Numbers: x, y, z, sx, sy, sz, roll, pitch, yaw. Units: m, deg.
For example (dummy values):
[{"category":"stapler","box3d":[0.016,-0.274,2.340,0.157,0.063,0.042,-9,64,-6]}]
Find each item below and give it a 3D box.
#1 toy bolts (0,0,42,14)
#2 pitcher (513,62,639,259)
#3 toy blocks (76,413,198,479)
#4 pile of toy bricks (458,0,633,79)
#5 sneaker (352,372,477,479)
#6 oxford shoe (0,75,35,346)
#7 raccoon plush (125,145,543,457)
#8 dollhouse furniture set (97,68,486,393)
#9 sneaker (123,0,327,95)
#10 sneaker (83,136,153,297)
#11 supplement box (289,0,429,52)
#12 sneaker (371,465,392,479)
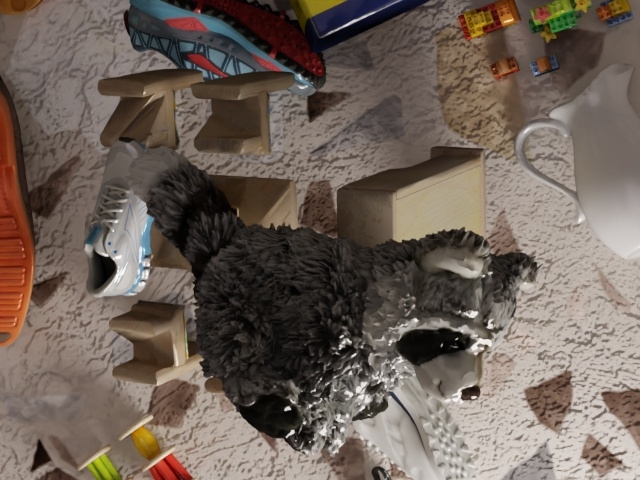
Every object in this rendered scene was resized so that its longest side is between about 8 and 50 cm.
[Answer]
[{"category":"toy bolts","box3d":[-0.433,-0.409,1.859,0.218,0.158,0.228,31,97,10]},{"category":"pitcher","box3d":[0.330,-0.076,1.738,0.178,0.125,0.207,-31,74,31]},{"category":"toy blocks","box3d":[-0.221,0.314,1.884,0.123,0.054,0.148,-37,84,10]},{"category":"pile of toy bricks","box3d":[0.271,-0.265,1.742,0.212,0.105,0.118,-20,87,12]},{"category":"sneaker","box3d":[0.101,0.233,1.809,0.095,0.090,0.235,-35,81,24]},{"category":"oxford shoe","box3d":[-0.414,-0.042,1.892,0.130,0.133,0.364,4,110,3]},{"category":"raccoon plush","box3d":[0.000,0.000,1.494,0.299,0.216,0.446,-45,78,22]},{"category":"dollhouse furniture set","box3d":[-0.032,-0.019,1.766,0.394,0.256,0.362,5,104,29]},{"category":"sneaker","box3d":[-0.118,-0.238,1.845,0.262,0.104,0.125,27,129,0]},{"category":"sneaker","box3d":[-0.231,-0.021,1.681,0.071,0.083,0.191,13,106,28]},{"category":"supplement box","box3d":[0.005,-0.423,1.717,0.195,0.194,0.356,-26,93,0]},{"category":"sneaker","box3d":[0.076,0.332,1.829,0.043,0.040,0.109,-15,88,14]}]
